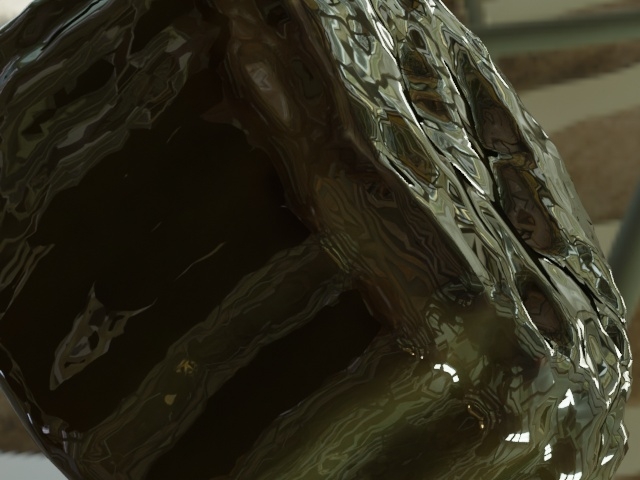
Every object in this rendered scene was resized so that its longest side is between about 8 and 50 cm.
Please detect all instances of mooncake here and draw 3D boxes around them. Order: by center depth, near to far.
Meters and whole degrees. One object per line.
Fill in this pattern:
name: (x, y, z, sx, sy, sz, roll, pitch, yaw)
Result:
mooncake: (0.000, 0.000, 0.629, 0.161, 0.290, 0.290, -37, -149, 19)
